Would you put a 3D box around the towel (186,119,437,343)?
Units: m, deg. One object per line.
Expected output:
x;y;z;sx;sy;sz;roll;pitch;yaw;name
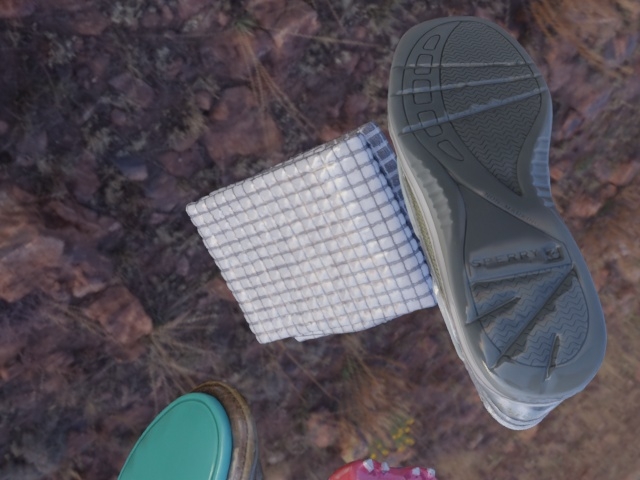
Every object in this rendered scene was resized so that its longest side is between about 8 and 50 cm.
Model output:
0.000;0.000;0.962;0.235;0.284;0.121;62;36;-12;towel

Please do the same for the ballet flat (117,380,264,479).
-0.107;0.241;0.531;0.124;0.116;0.342;19;109;-39;ballet flat

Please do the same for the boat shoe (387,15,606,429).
0.115;-0.029;0.544;0.118;0.320;0.103;-8;151;-4;boat shoe

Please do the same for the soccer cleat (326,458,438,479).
0.092;0.343;0.991;0.095;0.083;0.248;-31;141;25;soccer cleat
